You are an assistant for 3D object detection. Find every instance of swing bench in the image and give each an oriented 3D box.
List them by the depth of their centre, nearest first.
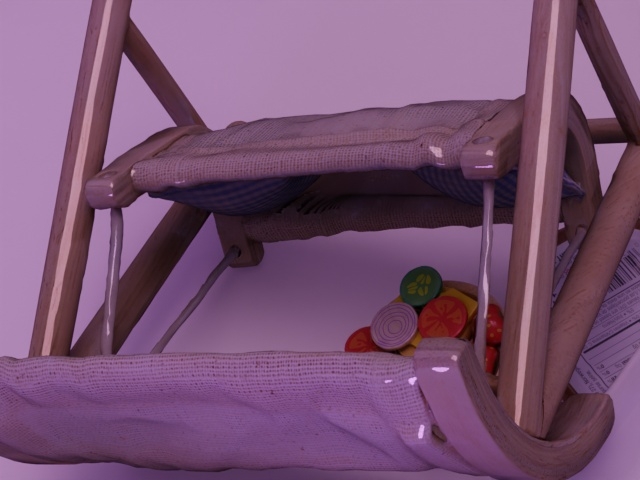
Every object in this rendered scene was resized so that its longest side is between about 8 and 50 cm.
[{"bbox_3d":[0.000,0.000,0.828,0.253,0.165,0.255,-1,54,29],"label":"swing bench"}]

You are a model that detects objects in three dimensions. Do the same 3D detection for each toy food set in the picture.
[{"bbox_3d":[0.052,0.055,0.894,0.082,0.020,0.083,30,80,38],"label":"toy food set"}]

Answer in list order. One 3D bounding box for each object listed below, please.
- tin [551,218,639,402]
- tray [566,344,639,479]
[{"bbox_3d":[0.162,0.066,0.879,0.106,0.040,0.190,-31,58,-10],"label":"tin"},{"bbox_3d":[0.236,0.139,0.793,0.270,0.030,0.145,35,70,13],"label":"tray"}]
